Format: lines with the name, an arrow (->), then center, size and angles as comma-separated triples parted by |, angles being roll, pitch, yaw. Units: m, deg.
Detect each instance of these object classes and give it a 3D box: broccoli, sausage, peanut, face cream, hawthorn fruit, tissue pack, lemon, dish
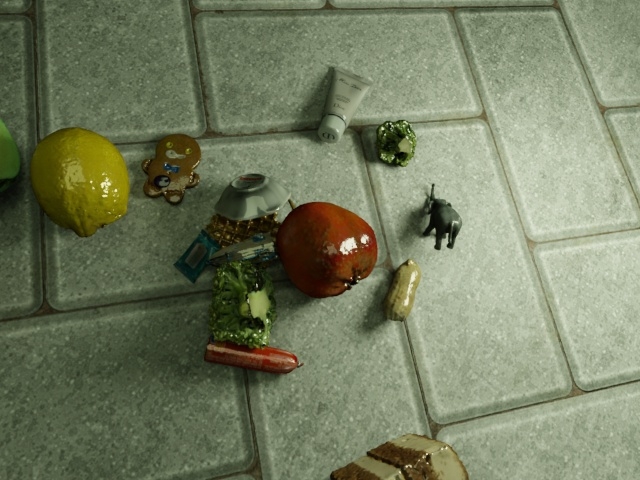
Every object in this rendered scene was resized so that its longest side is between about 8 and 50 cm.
broccoli -> -0.230, 0.175, 1.365 | 0.181, 0.273, 0.242 | -6, 88, 11
sausage -> -0.180, 0.322, 1.404 | 0.274, 0.074, 0.074 | 13, 69, -7
peanut -> 0.246, 0.151, 1.538 | 0.100, 0.099, 0.214 | 20, 64, -4
face cream -> 0.072, -0.463, 1.731 | 0.143, 0.089, 0.314 | 22, 58, -4
broccoli -> 0.256, -0.320, 1.691 | 0.146, 0.138, 0.162 | -12, 112, -10
hawthorn fruit -> 0.000, 0.000, 1.455 | 0.287, 0.287, 0.330 | -32, 68, -20
tissue pack -> -0.353, 0.046, 1.472 | 0.085, 0.028, 0.138 | 41, 92, 12
lemon -> -0.650, -0.159, 1.386 | 0.245, 0.245, 0.319 | -10, 77, -15
dish -> -0.204, -0.145, 1.488 | 0.230, 0.081, 0.229 | -7, 31, 4

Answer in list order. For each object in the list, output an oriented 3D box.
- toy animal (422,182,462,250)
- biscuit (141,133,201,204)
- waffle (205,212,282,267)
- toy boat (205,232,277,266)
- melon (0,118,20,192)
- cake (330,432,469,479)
toy animal -> 0.381, -0.067, 1.628 | 0.082, 0.137, 0.269 | 5, 30, -7
biscuit -> -0.452, -0.226, 1.560 | 0.180, 0.039, 0.236 | 15, 67, -5
waffle -> -0.218, -0.016, 1.526 | 0.229, 0.051, 0.231 | -25, 77, -18
toy boat -> -0.224, 0.034, 1.448 | 0.210, 0.066, 0.084 | -15, 74, -8
melon -> -0.991, -0.234, 1.364 | 0.343, 0.226, 0.331 | 50, 57, -6
cake -> 0.210, 0.659, 1.267 | 0.290, 0.282, 0.255 | -17, 82, -21
